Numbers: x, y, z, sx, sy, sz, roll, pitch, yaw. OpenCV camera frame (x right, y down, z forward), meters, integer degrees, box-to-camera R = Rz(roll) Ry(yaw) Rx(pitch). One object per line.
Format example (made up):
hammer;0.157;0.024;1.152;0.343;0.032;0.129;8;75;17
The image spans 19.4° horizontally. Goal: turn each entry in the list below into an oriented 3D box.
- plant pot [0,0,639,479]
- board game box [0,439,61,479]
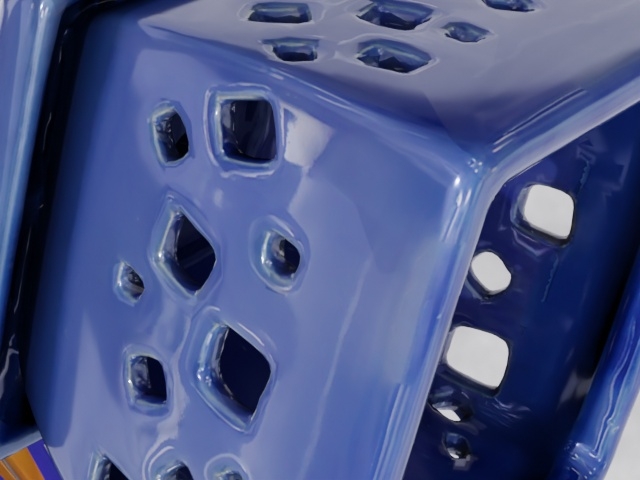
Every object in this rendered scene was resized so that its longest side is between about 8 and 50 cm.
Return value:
plant pot;0.000;0.000;0.707;0.212;0.236;0.236;27;30;25
board game box;-0.255;0.232;1.194;0.356;0.356;0.356;-15;45;-37
